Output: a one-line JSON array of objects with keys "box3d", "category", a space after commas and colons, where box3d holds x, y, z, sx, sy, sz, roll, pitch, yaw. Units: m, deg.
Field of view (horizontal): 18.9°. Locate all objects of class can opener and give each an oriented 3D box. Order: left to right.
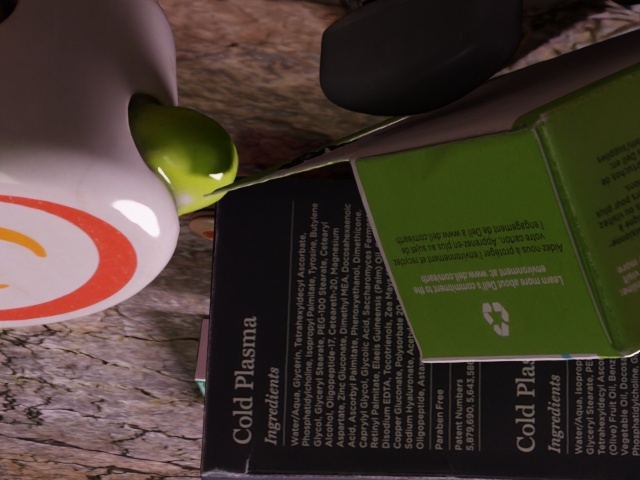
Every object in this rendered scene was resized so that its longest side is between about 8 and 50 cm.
[{"box3d": [0.123, -0.103, 0.758, 0.283, 0.095, 0.076, -7, 156, 36], "category": "can opener"}]

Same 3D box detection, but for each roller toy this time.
[{"box3d": [-0.165, -0.056, 0.919, 0.209, 0.146, 0.191, 15, 149, -34], "category": "roller toy"}]

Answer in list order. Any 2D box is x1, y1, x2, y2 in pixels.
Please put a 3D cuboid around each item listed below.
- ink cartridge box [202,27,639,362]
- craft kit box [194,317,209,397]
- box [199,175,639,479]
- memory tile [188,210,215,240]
[{"box3d": [0.097, -0.024, 0.828, 0.189, 0.097, 0.255, -24, -172, -31], "category": "ink cartridge box"}, {"box3d": [0.040, 0.132, 1.513, 0.247, 0.061, 0.250, 2, 160, 6], "category": "craft kit box"}, {"box3d": [0.093, 0.102, 1.189, 0.313, 0.179, 0.343, 1, 160, 0], "category": "box"}, {"box3d": [0.000, 0.000, 1.216, 0.148, 0.012, 0.113, 20, 157, -30], "category": "memory tile"}]
